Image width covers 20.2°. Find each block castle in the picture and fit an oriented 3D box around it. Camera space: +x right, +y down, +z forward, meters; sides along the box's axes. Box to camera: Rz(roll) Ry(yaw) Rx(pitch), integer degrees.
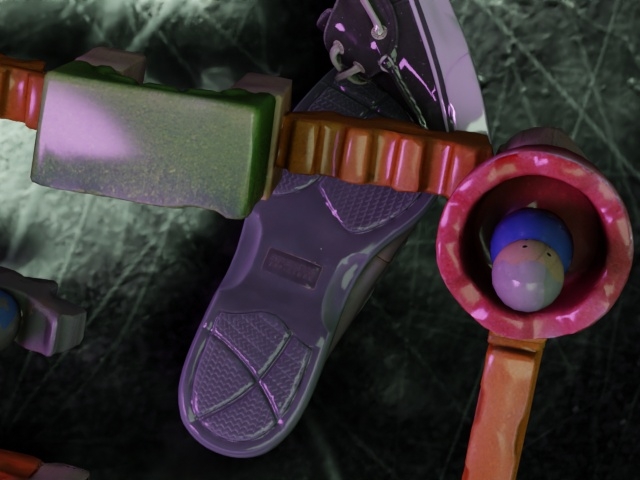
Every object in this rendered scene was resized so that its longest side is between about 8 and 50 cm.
[{"bbox_3d":[-0.100,0.062,0.856,0.453,0.213,0.303,11,105,5],"label":"block castle"}]

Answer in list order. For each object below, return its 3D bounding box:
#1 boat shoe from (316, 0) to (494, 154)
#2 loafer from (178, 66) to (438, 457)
[{"bbox_3d":[0.035,-0.114,0.965,0.070,0.078,0.219,-19,76,-2],"label":"boat shoe"},{"bbox_3d":[0.000,0.000,1.026,0.096,0.084,0.268,29,83,6],"label":"loafer"}]
